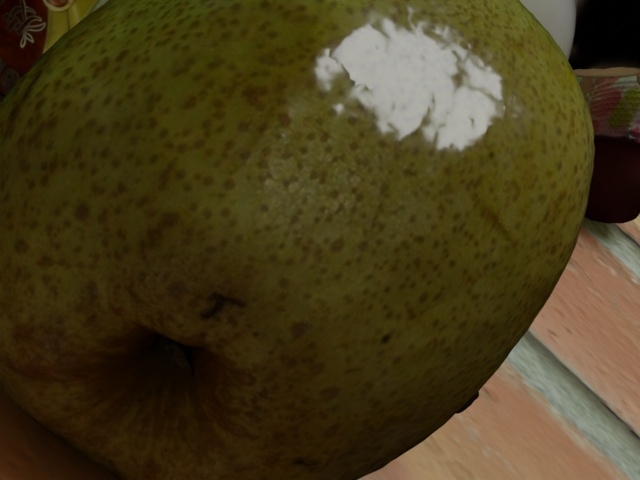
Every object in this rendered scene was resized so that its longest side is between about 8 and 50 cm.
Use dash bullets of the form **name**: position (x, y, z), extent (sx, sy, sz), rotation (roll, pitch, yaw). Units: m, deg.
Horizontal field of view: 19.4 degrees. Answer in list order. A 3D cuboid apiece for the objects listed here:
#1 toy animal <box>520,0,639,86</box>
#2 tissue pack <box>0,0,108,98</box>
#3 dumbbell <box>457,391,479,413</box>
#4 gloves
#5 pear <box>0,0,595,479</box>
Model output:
- **toy animal**: position (0.083, -0.188, 1.145), extent (0.310, 0.251, 0.251), rotation (-13, 51, -36)
- **tissue pack**: position (-0.134, -0.134, 0.901), extent (0.148, 0.099, 0.106), rotation (48, 26, 21)
- **dumbbell**: position (0.000, 0.000, 0.852), extent (0.208, 0.099, 0.099), rotation (48, 23, 24)
- **gloves**: position (0.232, -0.135, 1.330), extent (0.145, 0.126, 0.241), rotation (61, 35, -43)
- **pear**: position (-0.019, -0.006, 0.684), extent (0.188, 0.229, 0.211), rotation (56, 43, -35)
